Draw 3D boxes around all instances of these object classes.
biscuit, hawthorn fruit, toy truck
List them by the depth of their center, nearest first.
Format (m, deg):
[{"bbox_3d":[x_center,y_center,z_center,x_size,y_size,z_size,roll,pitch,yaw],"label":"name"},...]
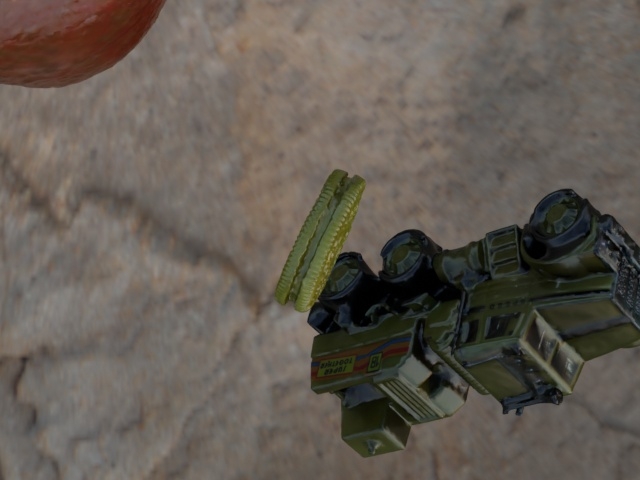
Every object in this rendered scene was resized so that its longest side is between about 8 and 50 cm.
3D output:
[{"bbox_3d":[-0.107,-0.126,0.681,0.138,0.133,0.133,-29,107,29],"label":"hawthorn fruit"},{"bbox_3d":[0.000,0.000,1.023,0.023,0.084,0.084,24,99,4],"label":"biscuit"},{"bbox_3d":[0.114,0.062,1.285,0.257,0.127,0.127,-20,132,32],"label":"toy truck"}]
